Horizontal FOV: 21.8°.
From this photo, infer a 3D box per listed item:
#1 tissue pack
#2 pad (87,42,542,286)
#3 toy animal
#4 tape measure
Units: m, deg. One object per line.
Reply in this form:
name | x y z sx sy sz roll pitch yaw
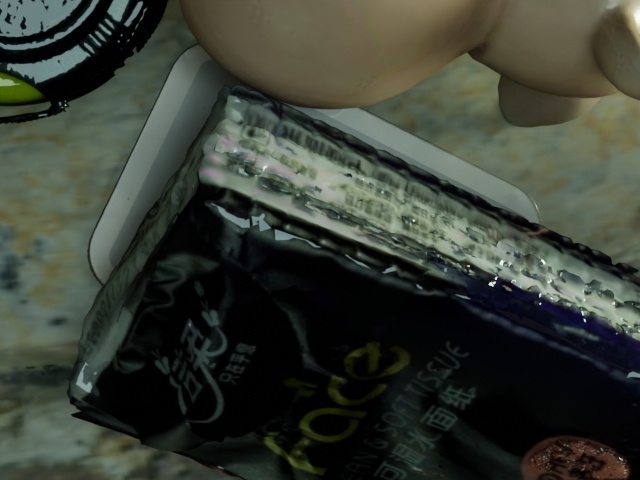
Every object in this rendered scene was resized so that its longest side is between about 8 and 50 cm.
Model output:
tissue pack | 0.034 0.075 0.974 0.332 0.123 0.245 24 131 -11
pad | 0.000 0.000 1.064 0.266 0.002 0.176 26 90 -10
toy animal | 0.084 -0.172 0.946 0.326 0.237 0.269 -33 97 -12
tape measure | -0.184 -0.160 0.970 0.199 0.112 0.186 -43 92 2
